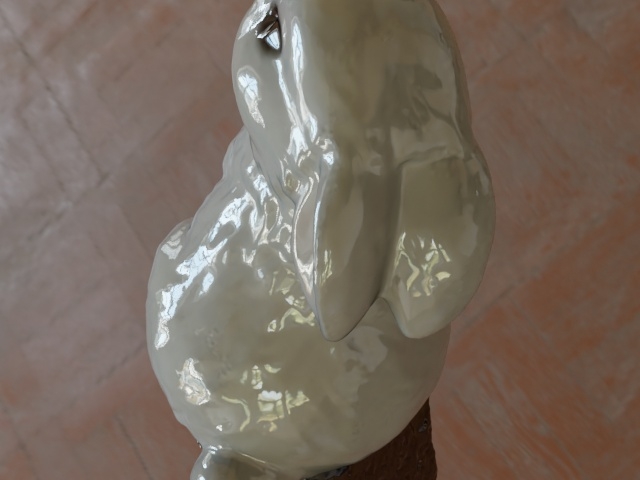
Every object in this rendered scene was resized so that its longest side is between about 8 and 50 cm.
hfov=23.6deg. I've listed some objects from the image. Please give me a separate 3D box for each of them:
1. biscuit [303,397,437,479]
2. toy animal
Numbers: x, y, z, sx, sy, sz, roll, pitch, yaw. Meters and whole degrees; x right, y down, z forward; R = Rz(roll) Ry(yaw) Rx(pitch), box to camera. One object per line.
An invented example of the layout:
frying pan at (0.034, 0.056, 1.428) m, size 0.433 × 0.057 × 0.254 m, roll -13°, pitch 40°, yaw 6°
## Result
biscuit at (0.037, 0.125, 1.115) m, size 0.047 × 0.183 × 0.319 m, roll 7°, pitch 83°, yaw 29°
toy animal at (0.000, 0.000, 0.892) m, size 0.194 × 0.357 × 0.257 m, roll 4°, pitch 55°, yaw -7°
